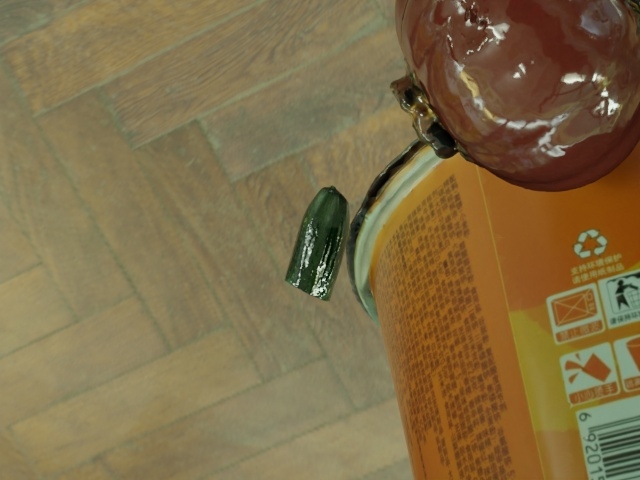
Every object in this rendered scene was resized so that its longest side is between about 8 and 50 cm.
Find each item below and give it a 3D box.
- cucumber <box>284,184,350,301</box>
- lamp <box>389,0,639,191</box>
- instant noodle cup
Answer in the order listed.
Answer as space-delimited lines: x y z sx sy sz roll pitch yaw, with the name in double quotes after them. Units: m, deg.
0.000 0.000 1.013 0.048 0.048 0.105 16 97 -1 "cucumber"
0.068 -0.065 0.371 0.090 0.101 0.101 -31 104 14 "lamp"
0.159 0.088 0.477 0.297 0.213 0.296 -1 146 -1 "instant noodle cup"
